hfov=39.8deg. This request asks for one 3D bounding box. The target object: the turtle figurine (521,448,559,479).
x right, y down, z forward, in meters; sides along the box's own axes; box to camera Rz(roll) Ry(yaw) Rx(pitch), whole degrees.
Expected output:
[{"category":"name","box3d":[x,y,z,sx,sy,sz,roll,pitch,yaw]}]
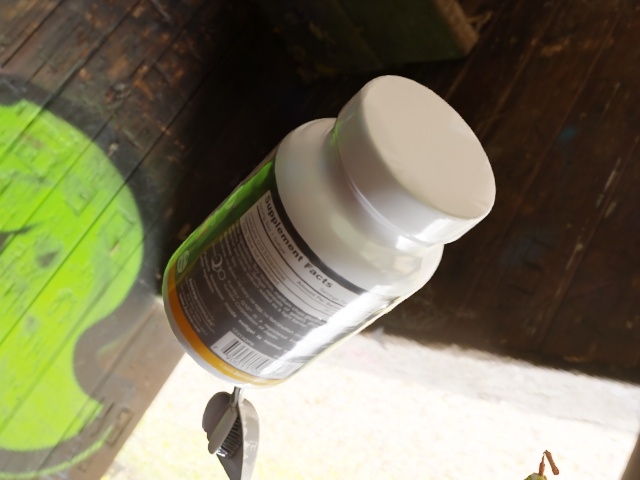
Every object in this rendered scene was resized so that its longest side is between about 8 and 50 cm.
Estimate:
[{"category":"turtle figurine","box3d":[0.247,0.425,1.210,0.087,0.269,0.217,17,128,14]}]

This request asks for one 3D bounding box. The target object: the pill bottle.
[{"category":"pill bottle","box3d":[0.000,0.000,0.733,0.162,0.162,0.278,38,130,-13]}]

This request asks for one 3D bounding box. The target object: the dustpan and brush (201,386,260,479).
[{"category":"dustpan and brush","box3d":[-0.126,0.256,1.302,0.060,0.211,0.147,11,-154,-38]}]
